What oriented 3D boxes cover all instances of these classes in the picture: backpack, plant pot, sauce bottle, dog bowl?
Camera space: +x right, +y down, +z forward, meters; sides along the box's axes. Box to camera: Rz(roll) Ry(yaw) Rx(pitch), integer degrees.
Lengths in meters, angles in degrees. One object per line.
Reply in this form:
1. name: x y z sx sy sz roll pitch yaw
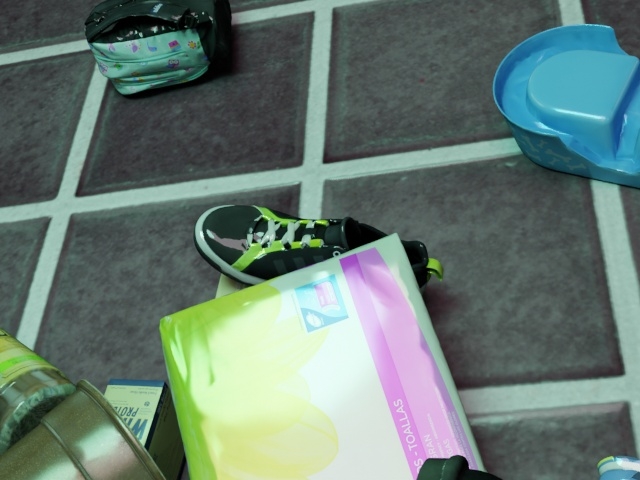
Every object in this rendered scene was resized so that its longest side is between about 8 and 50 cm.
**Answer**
1. backpack: -0.207 -0.263 1.239 0.182 0.115 0.152 -13 37 9
2. plant pot: -0.198 0.216 0.705 0.165 0.167 0.167 -34 49 -24
3. sauce bottle: -0.378 0.117 0.978 0.344 0.111 0.111 26 63 32
4. dog bowl: 0.324 -0.128 0.980 0.297 0.074 0.166 15 57 29

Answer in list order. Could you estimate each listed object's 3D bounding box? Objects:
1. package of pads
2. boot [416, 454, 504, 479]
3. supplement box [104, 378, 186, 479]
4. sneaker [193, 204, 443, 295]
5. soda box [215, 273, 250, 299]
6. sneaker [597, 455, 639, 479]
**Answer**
1. package of pads: 0.005 0.167 0.779 0.229 0.101 0.296 -20 63 2
2. boot: 0.200 0.288 0.580 0.260 0.131 0.347 -12 83 13
3. supplement box: -0.161 0.181 0.872 0.056 0.083 0.083 -1 52 17
4. sneaker: 0.000 0.000 0.911 0.235 0.097 0.084 15 52 -4
5. soda box: -0.066 0.067 0.955 0.061 0.058 0.181 -3 51 16
6. sneaker: 0.278 0.207 0.731 0.144 0.053 0.059 3 51 31
